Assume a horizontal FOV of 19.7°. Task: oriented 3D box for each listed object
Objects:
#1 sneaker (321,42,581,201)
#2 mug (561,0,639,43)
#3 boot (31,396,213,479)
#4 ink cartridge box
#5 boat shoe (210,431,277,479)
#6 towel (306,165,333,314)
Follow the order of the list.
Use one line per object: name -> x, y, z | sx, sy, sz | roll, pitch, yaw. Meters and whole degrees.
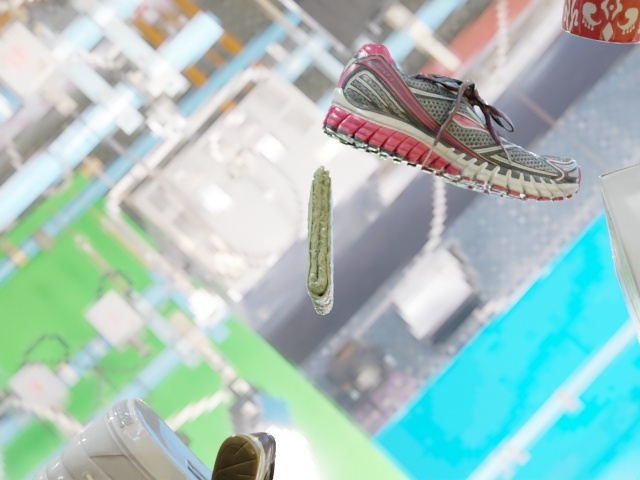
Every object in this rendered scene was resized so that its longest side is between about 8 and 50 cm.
sneaker -> 0.156, -0.118, 2.006 | 0.112, 0.299, 0.121 | -71, 19, -1
mug -> 0.317, -0.300, 1.926 | 0.150, 0.113, 0.169 | -21, -58, -56
boot -> -0.129, 0.255, 1.562 | 0.123, 0.258, 0.095 | -37, 20, 7
ink cartridge box -> 0.402, 0.048, 2.076 | 0.114, 0.197, 0.273 | -17, -27, 5
boat shoe -> -0.067, 0.223, 1.488 | 0.049, 0.056, 0.152 | -9, -55, -51
towel -> 0.000, 0.000, 1.976 | 0.027, 0.148, 0.110 | -1, -13, 2
